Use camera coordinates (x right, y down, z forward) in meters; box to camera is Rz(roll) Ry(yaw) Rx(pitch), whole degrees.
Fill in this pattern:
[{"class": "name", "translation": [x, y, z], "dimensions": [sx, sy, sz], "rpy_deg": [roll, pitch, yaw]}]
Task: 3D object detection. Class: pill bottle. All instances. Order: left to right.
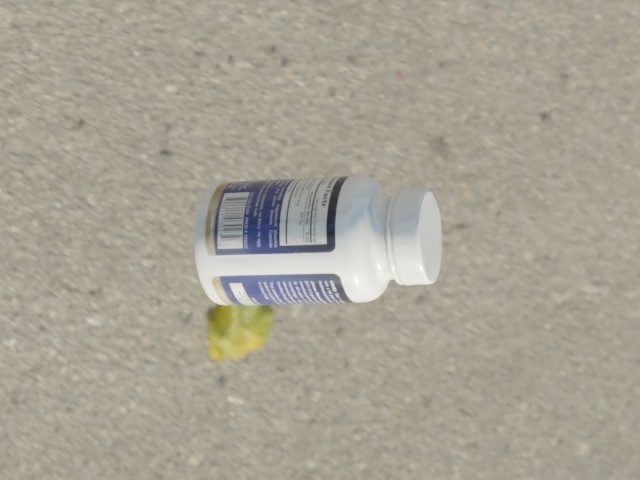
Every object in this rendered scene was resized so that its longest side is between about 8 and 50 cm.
[{"class": "pill bottle", "translation": [0.000, 0.000, 1.124], "dimensions": [0.094, 0.169, 0.094], "rpy_deg": [-2, 90, -71]}]
